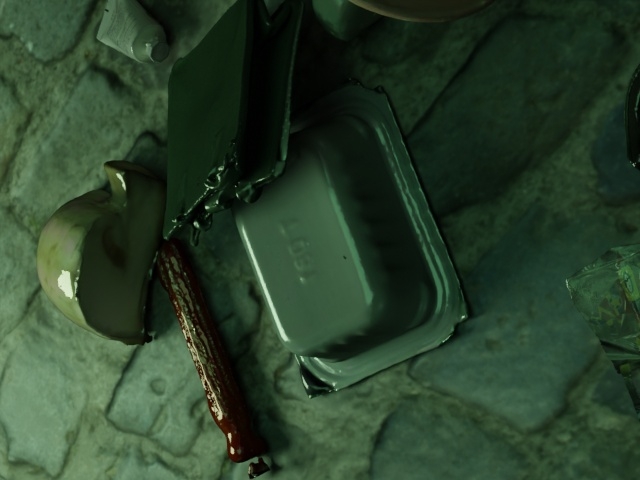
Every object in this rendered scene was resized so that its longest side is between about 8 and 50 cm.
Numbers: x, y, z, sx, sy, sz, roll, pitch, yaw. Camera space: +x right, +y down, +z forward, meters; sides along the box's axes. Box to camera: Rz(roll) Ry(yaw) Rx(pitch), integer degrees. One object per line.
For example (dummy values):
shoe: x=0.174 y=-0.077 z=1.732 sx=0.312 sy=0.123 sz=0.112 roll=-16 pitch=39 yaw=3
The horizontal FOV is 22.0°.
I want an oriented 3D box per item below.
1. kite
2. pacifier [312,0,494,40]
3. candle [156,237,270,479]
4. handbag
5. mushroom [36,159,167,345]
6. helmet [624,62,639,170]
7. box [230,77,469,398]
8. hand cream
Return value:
kite: x=0.354 y=0.123 z=1.766 sx=0.141 sy=0.015 sz=0.245 roll=-23 pitch=77 yaw=36
pacifier: x=0.060 y=-0.343 z=1.825 sx=0.220 sy=0.273 sz=0.332 roll=-41 pitch=67 yaw=3
candle: x=-0.142 y=0.151 z=2.109 sx=0.051 sy=0.048 sz=0.329 roll=-27 pitch=77 yaw=21
handbag: x=-0.112 y=-0.142 z=1.934 sx=0.247 sy=0.079 sz=0.260 roll=-38 pitch=40 yaw=56
mushroom: x=-0.318 y=0.007 z=2.150 sx=0.173 sy=0.162 sz=0.236 roll=16 pitch=102 yaw=32
helmet: x=0.399 y=-0.113 z=1.662 sx=0.153 sy=0.107 sz=0.177 roll=-50 pitch=47 yaw=31
box: x=0.000 y=0.000 z=1.956 sx=0.264 sy=0.106 sz=0.336 roll=-28 pitch=77 yaw=35
hand cream: x=-0.243 y=-0.274 z=2.150 sx=0.142 sy=0.053 sz=0.084 roll=41 pitch=116 yaw=43
